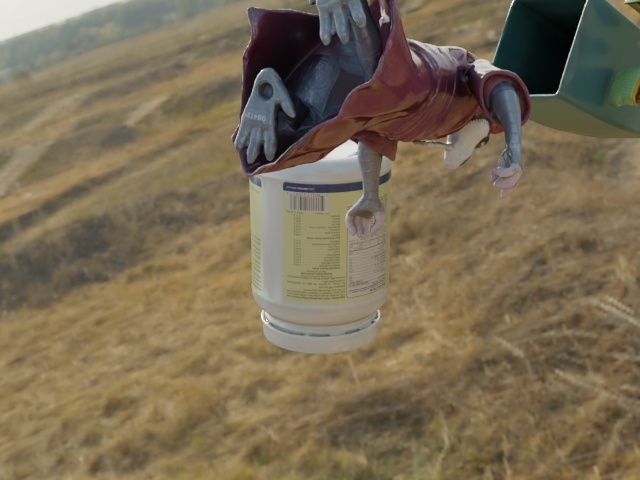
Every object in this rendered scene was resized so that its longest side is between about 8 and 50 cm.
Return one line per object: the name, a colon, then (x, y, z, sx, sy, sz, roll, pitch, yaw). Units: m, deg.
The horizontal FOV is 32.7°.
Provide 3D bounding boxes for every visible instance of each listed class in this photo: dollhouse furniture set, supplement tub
dollhouse furniture set: (0.433, -0.262, 1.506, 0.076, 0.058, 0.152, 11, 76, 62)
supplement tub: (0.000, 0.000, 1.811, 0.235, 0.325, 0.235, 0, 18, 0)

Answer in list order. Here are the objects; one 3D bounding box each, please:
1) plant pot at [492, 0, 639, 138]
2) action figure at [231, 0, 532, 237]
plant pot: (0.400, -0.244, 1.628, 0.234, 0.165, 0.165, 22, -7, -30)
action figure: (0.066, -0.153, 1.076, 0.248, 0.276, 0.370, -15, -8, 37)
